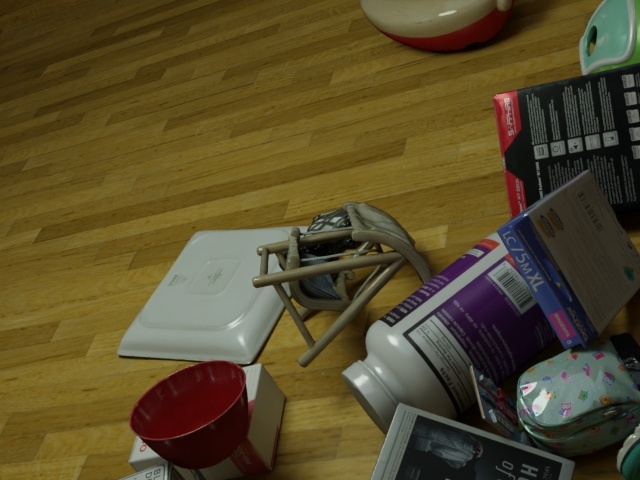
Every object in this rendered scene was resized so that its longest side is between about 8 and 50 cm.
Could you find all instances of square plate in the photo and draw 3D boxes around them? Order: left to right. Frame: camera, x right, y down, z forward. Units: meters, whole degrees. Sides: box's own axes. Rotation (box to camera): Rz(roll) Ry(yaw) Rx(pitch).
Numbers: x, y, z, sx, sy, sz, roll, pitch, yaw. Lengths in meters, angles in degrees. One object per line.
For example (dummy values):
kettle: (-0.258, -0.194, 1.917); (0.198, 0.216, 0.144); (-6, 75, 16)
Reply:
square plate: (-0.199, 0.089, 1.860); (0.344, 0.049, 0.347); (-1, 43, 35)

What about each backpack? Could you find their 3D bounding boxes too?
backpack: (0.348, 0.205, 1.252); (0.182, 0.115, 0.152); (-26, 36, 8)

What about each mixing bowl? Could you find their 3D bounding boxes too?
mixing bowl: (-0.175, 0.267, 1.396); (0.181, 0.098, 0.181); (-18, 25, 9)

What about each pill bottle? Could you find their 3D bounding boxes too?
pill bottle: (0.194, 0.144, 1.384); (0.323, 0.181, 0.181); (-36, 35, -9)

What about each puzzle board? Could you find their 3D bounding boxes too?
puzzle board: (0.249, 0.232, 1.280); (0.011, 0.128, 0.096); (-38, 30, 21)

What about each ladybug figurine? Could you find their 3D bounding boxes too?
ladybug figurine: (0.281, -0.552, 2.227); (0.305, 0.162, 0.449); (-39, 35, -15)

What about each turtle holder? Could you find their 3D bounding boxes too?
turtle holder: (0.589, -0.307, 1.667); (0.227, 0.320, 0.243); (-19, -9, 39)

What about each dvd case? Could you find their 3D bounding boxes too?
dvd case: (0.182, 0.320, 1.197); (0.238, 0.029, 0.179); (16, 56, 13)

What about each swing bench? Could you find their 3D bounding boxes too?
swing bench: (0.038, 0.045, 1.575); (0.254, 0.165, 0.253); (-29, 12, 3)

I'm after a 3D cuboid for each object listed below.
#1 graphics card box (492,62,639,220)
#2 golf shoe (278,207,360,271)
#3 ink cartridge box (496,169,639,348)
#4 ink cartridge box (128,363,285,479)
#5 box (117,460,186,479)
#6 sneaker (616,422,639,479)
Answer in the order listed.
graphics card box: (0.478, -0.157, 1.527); (0.371, 0.233, 0.094); (-10, -6, 28)
golf shoe: (0.000, 0.000, 1.813); (0.198, 0.077, 0.094); (-28, 29, -16)
ink cartridge box: (0.347, 0.025, 1.313); (0.065, 0.186, 0.311); (-32, -3, 35)
ink cartridge box: (-0.181, 0.301, 1.537); (0.218, 0.092, 0.158); (-17, 36, 21)
box: (-0.303, 0.443, 1.377); (0.290, 0.169, 0.087); (-22, 35, 10)
sneaker: (0.487, 0.237, 1.127); (0.275, 0.107, 0.110); (-21, 45, 13)
